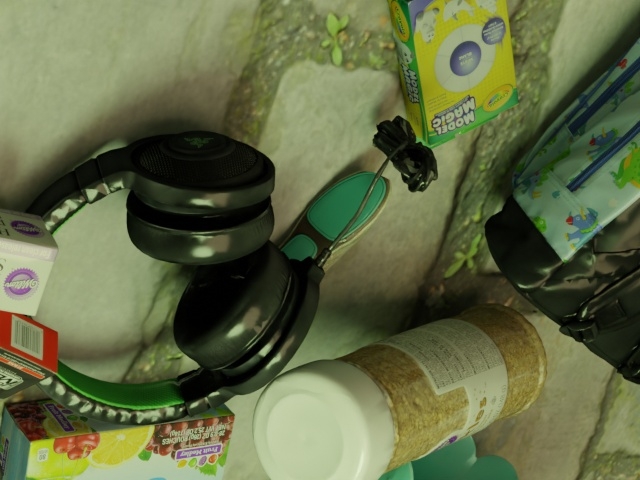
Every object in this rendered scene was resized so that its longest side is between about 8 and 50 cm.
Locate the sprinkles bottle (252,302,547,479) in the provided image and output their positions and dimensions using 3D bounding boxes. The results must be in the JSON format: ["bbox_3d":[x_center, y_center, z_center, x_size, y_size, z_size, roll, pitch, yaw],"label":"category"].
[{"bbox_3d":[0.083,0.144,1.687,0.355,0.121,0.121,-15,128,-56],"label":"sprinkles bottle"}]

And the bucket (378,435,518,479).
[{"bbox_3d":[0.120,0.323,1.808,0.281,0.281,0.183,27,108,-42],"label":"bucket"}]

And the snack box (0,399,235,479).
[{"bbox_3d":[-0.194,0.228,1.663,0.207,0.070,0.174,-3,118,-32],"label":"snack box"}]

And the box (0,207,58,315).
[{"bbox_3d":[-0.362,-0.009,1.374,0.324,0.063,0.067,13,110,-30],"label":"box"}]

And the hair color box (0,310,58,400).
[{"bbox_3d":[-0.289,0.104,1.489,0.141,0.043,0.072,-26,142,31],"label":"hair color box"}]

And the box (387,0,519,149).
[{"bbox_3d":[0.123,-0.166,1.661,0.105,0.043,0.179,-27,131,-18],"label":"box"}]

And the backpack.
[{"bbox_3d":[0.360,-0.069,1.768,0.355,0.273,0.290,-39,134,21],"label":"backpack"}]

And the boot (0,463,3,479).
[{"bbox_3d":[-0.409,0.196,1.487,0.263,0.091,0.229,-37,124,-20],"label":"boot"}]

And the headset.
[{"bbox_3d":[-0.085,0.001,1.573,0.394,0.185,0.243,-23,118,-2],"label":"headset"}]

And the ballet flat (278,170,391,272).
[{"bbox_3d":[0.000,0.000,1.680,0.168,0.057,0.052,-42,161,-1],"label":"ballet flat"}]
